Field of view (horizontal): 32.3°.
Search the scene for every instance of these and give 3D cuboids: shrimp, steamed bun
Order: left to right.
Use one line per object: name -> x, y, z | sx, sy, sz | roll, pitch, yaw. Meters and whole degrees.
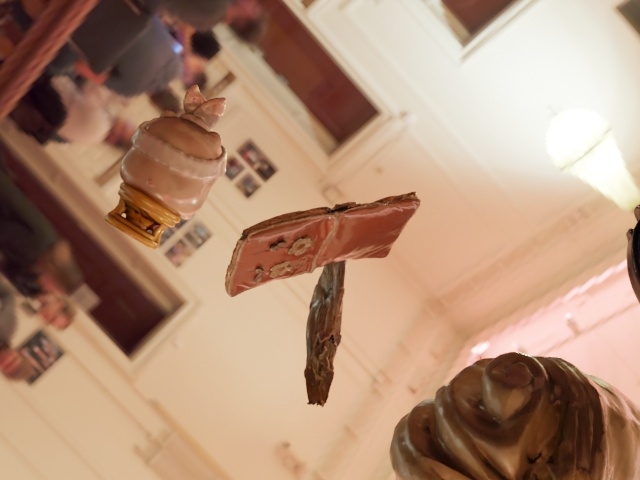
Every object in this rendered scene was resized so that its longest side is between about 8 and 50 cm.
shrimp -> 0.011, 0.112, 1.482 | 0.126, 0.048, 0.223 | 117, -18, -62
steamed bun -> 0.269, 0.288, 1.500 | 0.247, 0.352, 0.339 | 81, 24, -44

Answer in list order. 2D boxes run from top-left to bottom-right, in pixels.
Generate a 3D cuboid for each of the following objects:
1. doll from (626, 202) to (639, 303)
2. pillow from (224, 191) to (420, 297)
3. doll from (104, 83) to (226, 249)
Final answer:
doll -> 0.585, 0.026, 1.548 | 0.310, 0.284, 0.240 | -18, 163, -4
pillow -> 0.000, 0.000, 1.292 | 0.233, 0.043, 0.126 | -13, 153, -23
doll -> -0.110, -0.056, 0.852 | 0.127, 0.073, 0.084 | -58, 162, -4
